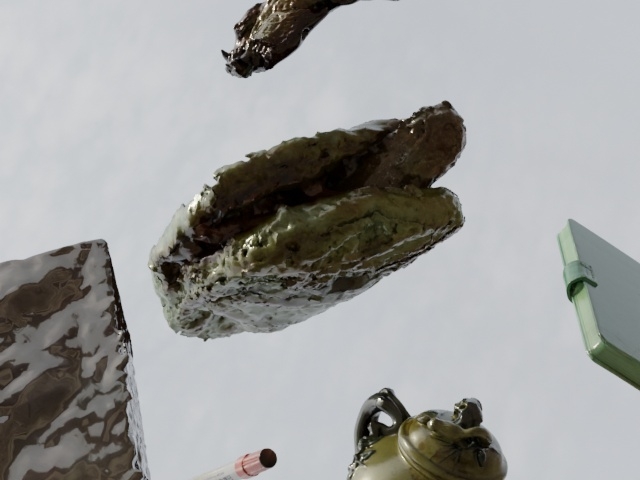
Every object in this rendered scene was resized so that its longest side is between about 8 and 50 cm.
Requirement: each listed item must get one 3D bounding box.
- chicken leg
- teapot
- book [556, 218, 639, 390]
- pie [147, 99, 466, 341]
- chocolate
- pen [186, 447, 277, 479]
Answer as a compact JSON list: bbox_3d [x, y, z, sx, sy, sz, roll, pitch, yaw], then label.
[{"bbox_3d":[-0.008,-0.262,1.180,0.051,0.253,0.105,41,-144,-43],"label":"chicken leg"},{"bbox_3d":[0.112,0.232,1.029,0.173,0.269,0.182,7,-66,-30],"label":"teapot"},{"bbox_3d":[0.175,0.045,0.567,0.103,0.135,0.017,31,-64,-11],"label":"book"},{"bbox_3d":[-0.016,0.013,1.305,0.395,0.418,0.180,-19,-107,-22],"label":"pie"},{"bbox_3d":[-0.150,0.147,0.616,0.112,0.321,0.112,-14,-46,-6],"label":"chocolate"},{"bbox_3d":[-0.115,0.285,1.264,0.028,0.239,0.028,12,-116,-27],"label":"pen"}]
